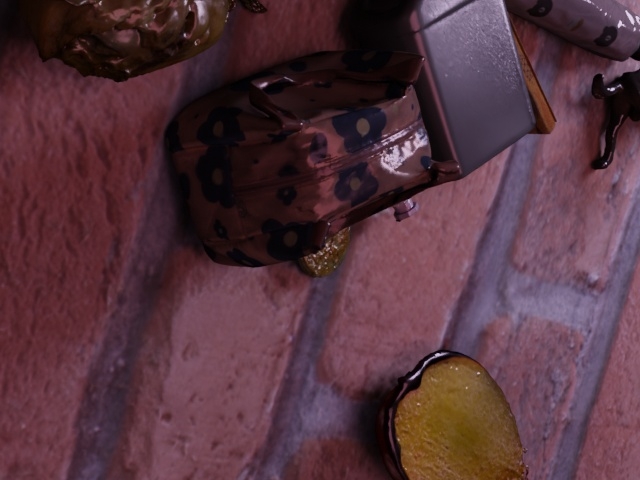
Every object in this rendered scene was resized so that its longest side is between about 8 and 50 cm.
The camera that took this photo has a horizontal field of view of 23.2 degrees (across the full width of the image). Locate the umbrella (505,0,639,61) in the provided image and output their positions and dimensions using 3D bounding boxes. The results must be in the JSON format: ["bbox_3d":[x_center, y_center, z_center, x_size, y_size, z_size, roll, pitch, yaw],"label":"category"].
[{"bbox_3d":[0.296,-0.279,1.874,0.337,0.067,0.073,17,100,-43],"label":"umbrella"}]

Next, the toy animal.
[{"bbox_3d":[0.430,-0.175,2.022,0.233,0.084,0.148,-8,89,-33],"label":"toy animal"}]

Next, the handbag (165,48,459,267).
[{"bbox_3d":[0.001,-0.089,1.565,0.251,0.193,0.190,-27,107,-30],"label":"handbag"}]

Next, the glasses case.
[{"bbox_3d":[0.220,-0.199,1.829,0.041,0.064,0.170,-54,130,-31],"label":"glasses case"}]

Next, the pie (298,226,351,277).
[{"bbox_3d":[0.001,0.000,1.717,0.084,0.021,0.084,-8,102,-41],"label":"pie"}]

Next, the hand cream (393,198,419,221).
[{"bbox_3d":[0.067,-0.087,1.738,0.084,0.053,0.142,-39,114,-26],"label":"hand cream"}]

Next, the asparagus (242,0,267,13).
[{"bbox_3d":[-0.091,-0.260,1.574,0.015,0.014,0.114,-48,130,0],"label":"asparagus"}]

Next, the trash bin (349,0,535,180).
[{"bbox_3d":[0.136,-0.201,1.708,0.177,0.101,0.236,-35,114,-39],"label":"trash bin"}]

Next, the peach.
[{"bbox_3d":[0.153,0.236,1.880,0.279,0.068,0.189,41,66,-38],"label":"peach"}]

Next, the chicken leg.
[{"bbox_3d":[-0.121,-0.302,1.457,0.429,0.153,0.201,-52,121,-28],"label":"chicken leg"}]
